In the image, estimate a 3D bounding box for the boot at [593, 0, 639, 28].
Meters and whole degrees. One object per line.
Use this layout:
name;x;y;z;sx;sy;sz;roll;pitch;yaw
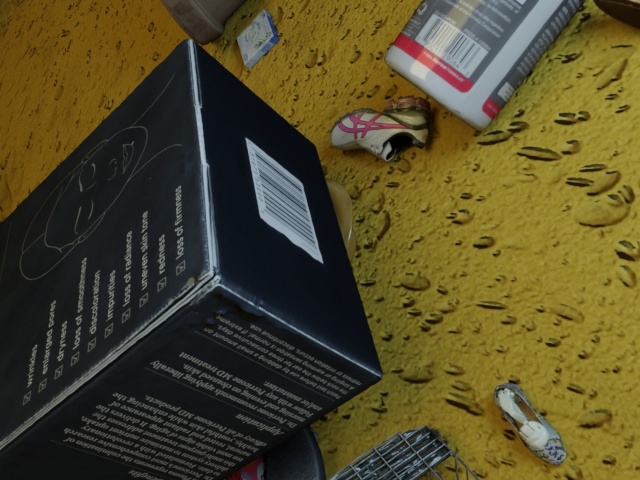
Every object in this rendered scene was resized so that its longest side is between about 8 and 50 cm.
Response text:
boot;0.441;-0.330;0.839;0.197;0.073;0.152;20;89;34

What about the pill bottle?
pill bottle;0.245;-0.321;0.945;0.318;0.176;0.176;-53;45;14

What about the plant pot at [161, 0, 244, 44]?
plant pot;-0.223;-0.580;1.479;0.229;0.263;0.263;-28;54;13

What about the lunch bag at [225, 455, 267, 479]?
lunch bag;-0.211;0.395;1.099;0.293;0.120;0.258;-37;64;23

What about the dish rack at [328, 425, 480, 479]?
dish rack;0.120;0.345;0.808;0.208;0.074;0.271;-29;36;-14

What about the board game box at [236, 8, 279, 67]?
board game box;-0.130;-0.416;1.459;0.090;0.020;0.090;-37;51;27

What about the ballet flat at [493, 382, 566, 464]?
ballet flat;0.239;0.213;0.829;0.041;0.041;0.114;-50;46;17

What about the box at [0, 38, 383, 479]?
box;-0.225;0.069;0.986;0.472;0.297;0.479;-36;41;20

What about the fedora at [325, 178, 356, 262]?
fedora;0.000;0.000;1.118;0.194;0.079;0.194;-20;59;37

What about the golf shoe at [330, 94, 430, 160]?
golf shoe;0.086;-0.165;1.112;0.186;0.067;0.085;-11;68;41

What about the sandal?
sandal;-0.037;0.310;1.056;0.097;0.054;0.254;-36;42;19
